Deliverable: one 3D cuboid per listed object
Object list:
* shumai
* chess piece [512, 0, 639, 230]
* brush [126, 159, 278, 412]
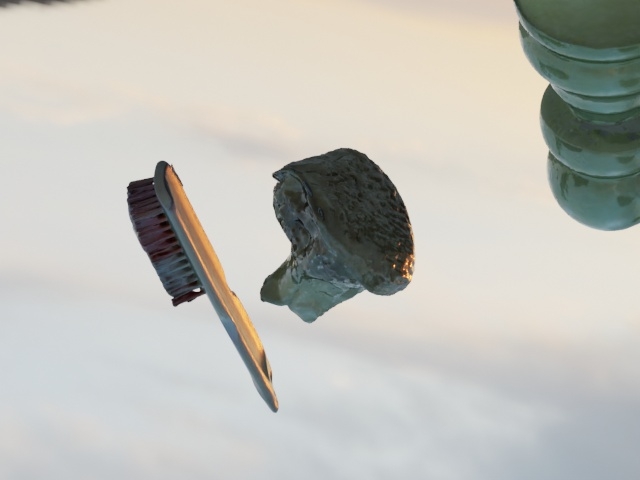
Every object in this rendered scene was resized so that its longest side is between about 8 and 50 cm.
[{"bbox_3d":[0.002,0.003,1.500,0.145,0.116,0.145,36,-149,-26],"label":"shumai"},{"bbox_3d":[0.229,-0.113,1.558,0.144,0.251,0.144,-5,-131,6],"label":"chess piece"},{"bbox_3d":[-0.100,0.052,1.712,0.050,0.321,0.060,-18,-130,5],"label":"brush"}]
